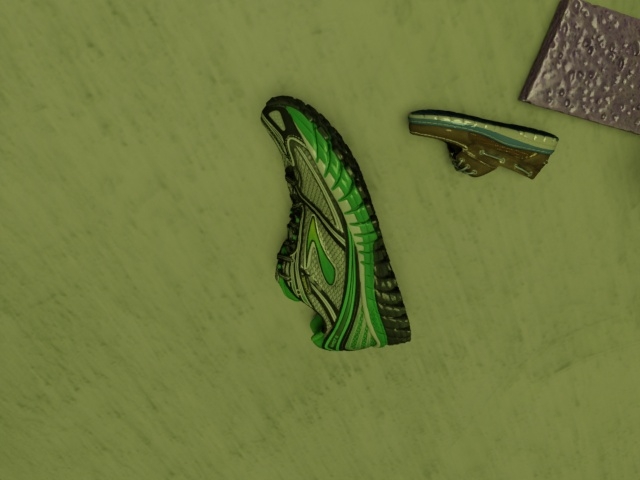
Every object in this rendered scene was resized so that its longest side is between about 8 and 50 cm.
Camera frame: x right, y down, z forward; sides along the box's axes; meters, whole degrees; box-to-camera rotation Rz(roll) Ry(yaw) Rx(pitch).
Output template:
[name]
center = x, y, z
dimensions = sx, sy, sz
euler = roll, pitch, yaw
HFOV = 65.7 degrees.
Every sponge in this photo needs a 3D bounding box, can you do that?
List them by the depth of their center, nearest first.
[sponge]
center = 0.353, -0.192, 0.579
dimensions = 0.210, 0.031, 0.117
euler = 14, 110, -7

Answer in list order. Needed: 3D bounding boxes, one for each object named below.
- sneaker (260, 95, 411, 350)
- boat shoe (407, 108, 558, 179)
[sneaker]
center = 0.000, 0.000, 0.587
dimensions = 0.146, 0.134, 0.343
euler = -17, 112, 6
[boat shoe]
center = 0.187, -0.109, 0.587
dimensions = 0.183, 0.066, 0.066
euler = 10, 112, -6
